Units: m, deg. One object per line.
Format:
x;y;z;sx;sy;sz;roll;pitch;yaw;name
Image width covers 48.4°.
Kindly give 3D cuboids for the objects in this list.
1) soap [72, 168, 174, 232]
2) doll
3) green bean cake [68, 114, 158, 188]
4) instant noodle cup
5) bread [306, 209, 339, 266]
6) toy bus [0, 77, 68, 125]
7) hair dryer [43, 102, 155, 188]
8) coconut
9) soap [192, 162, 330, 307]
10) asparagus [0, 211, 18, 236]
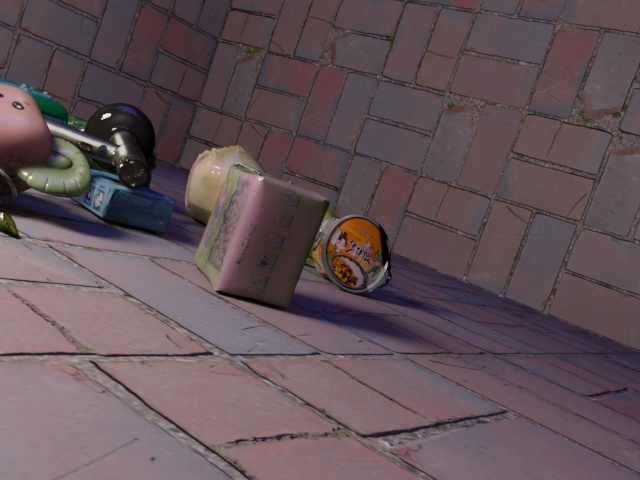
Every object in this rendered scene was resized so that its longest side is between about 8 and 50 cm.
-0.429;-0.090;1.502;0.156;0.077;0.293;14;6;-38;soap
-0.543;-0.140;1.188;0.284;0.216;0.268;-4;43;-35;doll
-0.563;-0.216;1.871;0.300;0.169;0.308;20;3;15;green bean cake
0.059;0.030;1.653;0.208;0.177;0.125;56;-21;-14;instant noodle cup
0.001;-0.007;1.817;0.158;0.156;0.260;18;5;5;bread
-0.712;-0.256;1.549;0.343;0.200;0.183;20;5;32;toy bus
-0.467;-0.228;1.443;0.284;0.156;0.320;38;5;-19;hair dryer
-0.254;-0.147;1.936;0.227;0.231;0.227;18;4;-1;coconut
-0.102;-0.012;1.181;0.138;0.200;0.182;21;3;-23;soap
-0.521;-0.055;1.010;0.235;0.027;0.034;21;-6;10;asparagus
